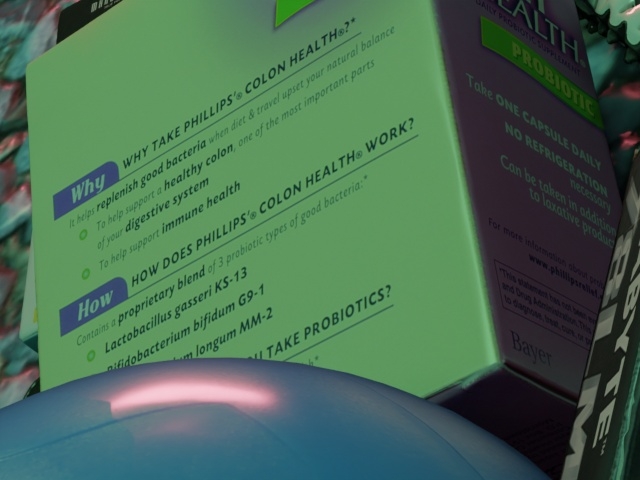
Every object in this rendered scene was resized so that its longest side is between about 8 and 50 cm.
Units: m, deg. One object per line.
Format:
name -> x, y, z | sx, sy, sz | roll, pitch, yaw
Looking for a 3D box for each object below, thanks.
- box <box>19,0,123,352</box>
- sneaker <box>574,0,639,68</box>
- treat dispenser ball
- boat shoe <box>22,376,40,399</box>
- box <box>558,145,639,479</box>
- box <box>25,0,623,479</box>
box -> -0.090, -0.044, 0.964 | 0.100, 0.060, 0.244 | -25, 42, 25
sneaker -> 0.164, -0.110, 0.774 | 0.106, 0.078, 0.234 | -42, 35, 8
treat dispenser ball -> -0.027, 0.177, 0.518 | 0.288, 0.288, 0.288 | -25, 42, 25
boat shoe -> -0.143, 0.117, 0.885 | 0.049, 0.042, 0.133 | -17, 44, 36
box -> 0.182, 0.132, 0.380 | 0.073, 0.293, 0.295 | 111, 177, -65
box -> 0.000, 0.000, 0.738 | 0.213, 0.117, 0.243 | -29, 54, 31
